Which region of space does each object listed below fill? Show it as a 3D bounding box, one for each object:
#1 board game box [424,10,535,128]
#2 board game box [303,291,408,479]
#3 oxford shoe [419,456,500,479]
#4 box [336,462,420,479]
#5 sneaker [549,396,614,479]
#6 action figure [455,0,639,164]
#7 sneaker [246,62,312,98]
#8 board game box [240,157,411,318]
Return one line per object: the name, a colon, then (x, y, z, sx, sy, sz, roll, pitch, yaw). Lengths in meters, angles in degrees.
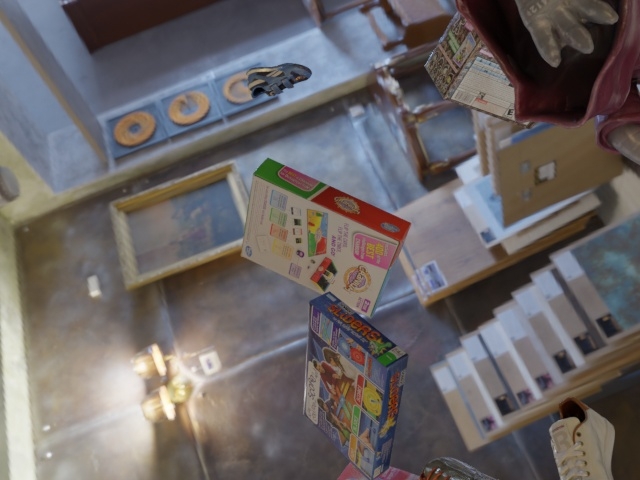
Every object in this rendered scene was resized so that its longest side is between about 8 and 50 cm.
board game box: (0.392, -0.404, 1.362, 0.291, 0.232, 0.141, -59, 31, 34)
board game box: (0.036, 0.179, 0.825, 0.136, 0.035, 0.201, 37, 137, 37)
oxford shoe: (0.172, 0.332, 0.820, 0.130, 0.123, 0.348, 28, 168, 11)
box: (0.079, 0.548, 1.303, 0.300, 0.154, 0.142, -13, -65, -69)
sneaker: (0.444, 0.395, 1.194, 0.123, 0.106, 0.290, 42, -146, -7)
action figure: (0.220, -0.169, 0.527, 0.275, 0.248, 0.370, 36, -158, 33)
sneaker: (-0.084, -0.323, 1.389, 0.053, 0.144, 0.059, 34, -125, -63)
board game box: (0.000, 0.000, 1.383, 0.064, 0.316, 0.242, -55, -13, -43)
